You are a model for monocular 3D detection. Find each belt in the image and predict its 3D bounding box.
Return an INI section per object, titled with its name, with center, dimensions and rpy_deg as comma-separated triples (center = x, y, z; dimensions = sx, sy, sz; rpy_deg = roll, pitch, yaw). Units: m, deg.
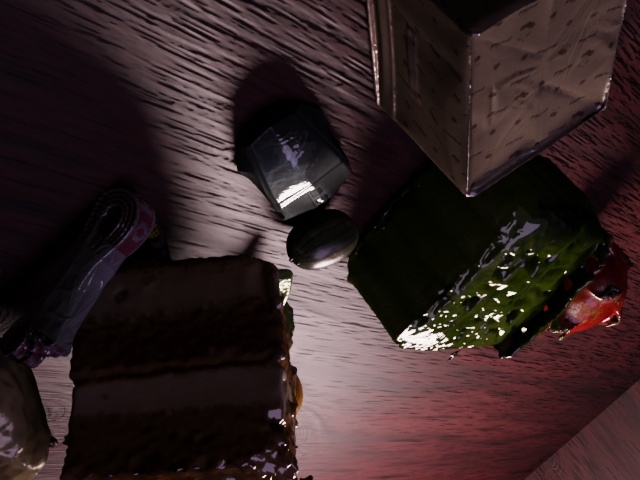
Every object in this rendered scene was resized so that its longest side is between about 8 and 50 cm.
[belt]
center = -0.266, 0.046, 1.192
dimensions = 0.232, 0.071, 0.053
rpy_deg = -54, 151, -1

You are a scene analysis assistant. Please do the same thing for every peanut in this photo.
[peanut]
center = -0.410, 0.169, 1.197
dimensions = 0.143, 0.159, 0.291
rpy_deg = -18, 145, 19

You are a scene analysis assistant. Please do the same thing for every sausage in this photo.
[sausage]
center = -0.199, 0.020, 1.323
dimensions = 0.028, 0.025, 0.198
rpy_deg = -30, 150, -17

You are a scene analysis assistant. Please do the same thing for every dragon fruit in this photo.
[dragon fruit]
center = 0.452, 0.083, 2.015
dimensions = 0.269, 0.198, 0.200
rpy_deg = -17, 119, 18

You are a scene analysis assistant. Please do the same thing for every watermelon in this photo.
[watermelon]
center = 0.000, 0.000, 1.462
dimensions = 0.111, 0.078, 0.078
rpy_deg = -22, 149, -26

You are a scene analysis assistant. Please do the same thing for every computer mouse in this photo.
[computer mouse]
center = -0.022, -0.083, 1.316
dimensions = 0.126, 0.071, 0.231
rpy_deg = -36, 152, -1

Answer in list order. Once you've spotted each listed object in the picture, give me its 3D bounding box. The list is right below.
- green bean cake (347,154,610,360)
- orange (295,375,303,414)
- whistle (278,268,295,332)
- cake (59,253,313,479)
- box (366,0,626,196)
[green bean cake]
center = 0.243, 0.027, 1.627
dimensions = 0.319, 0.218, 0.335
rpy_deg = 4, 130, -50
[orange]
center = -0.103, 0.250, 1.669
dimensions = 0.156, 0.124, 0.156
rpy_deg = -39, 174, -5
[whistle]
center = -0.087, 0.126, 1.541
dimensions = 0.105, 0.085, 0.227
rpy_deg = -9, 141, -36
[cake]
center = -0.162, 0.193, 1.310
dimensions = 0.282, 0.290, 0.255
rpy_deg = -6, 149, -3
[box]
center = 0.197, -0.236, 1.211
dimensions = 0.225, 0.190, 0.297
rpy_deg = -32, 152, -12
